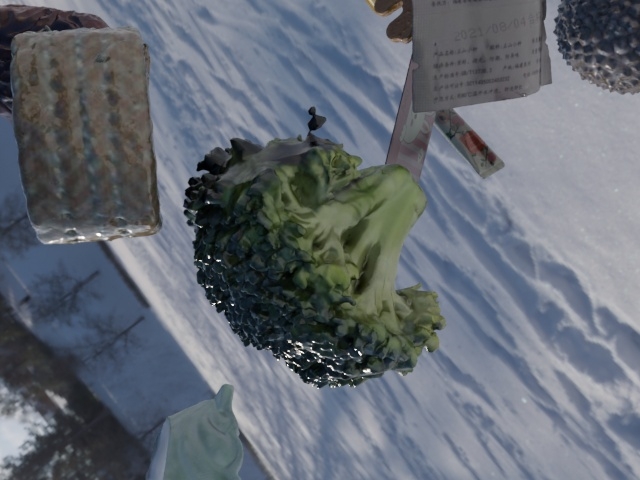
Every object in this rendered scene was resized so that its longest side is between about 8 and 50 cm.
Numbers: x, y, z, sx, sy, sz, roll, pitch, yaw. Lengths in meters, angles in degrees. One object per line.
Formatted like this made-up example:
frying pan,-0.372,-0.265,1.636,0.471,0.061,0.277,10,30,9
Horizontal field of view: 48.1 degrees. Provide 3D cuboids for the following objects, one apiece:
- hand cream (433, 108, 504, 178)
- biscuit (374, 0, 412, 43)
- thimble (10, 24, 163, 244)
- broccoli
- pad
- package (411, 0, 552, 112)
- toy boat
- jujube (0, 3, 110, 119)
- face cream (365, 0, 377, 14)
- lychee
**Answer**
hand cream,0.297,-0.230,1.543,0.234,0.080,0.050,51,149,16
biscuit,0.210,-0.488,1.372,0.040,0.236,0.144,10,-129,-58
thimble,-0.252,-0.111,0.784,0.196,0.148,0.229,-122,28,-61
broccoli,0.008,0.001,0.844,0.348,0.281,0.293,33,146,23
pad,0.182,-0.238,1.331,0.005,0.300,0.202,15,-177,25
package,0.228,-0.289,0.963,0.062,0.251,0.204,25,127,55
toy boat,-0.164,0.315,0.892,0.100,0.199,0.290,23,-143,-17
jujube,-0.507,-0.331,1.317,0.342,0.216,0.216,6,139,28
face cream,0.088,-0.590,1.537,0.078,0.078,0.273,42,-175,35
lychee,0.560,-0.401,1.253,0.300,0.300,0.300,48,164,19
